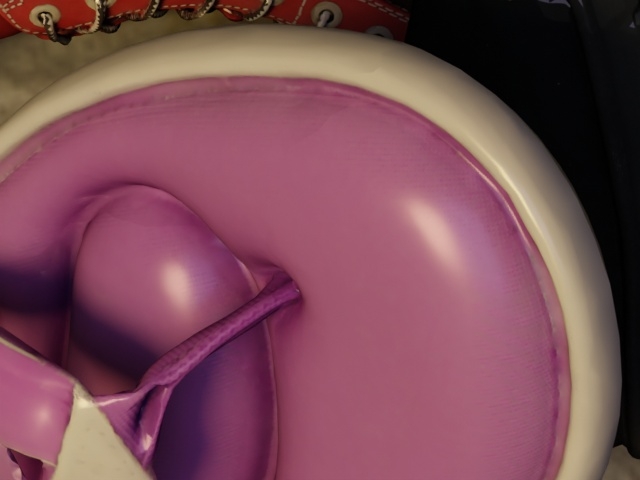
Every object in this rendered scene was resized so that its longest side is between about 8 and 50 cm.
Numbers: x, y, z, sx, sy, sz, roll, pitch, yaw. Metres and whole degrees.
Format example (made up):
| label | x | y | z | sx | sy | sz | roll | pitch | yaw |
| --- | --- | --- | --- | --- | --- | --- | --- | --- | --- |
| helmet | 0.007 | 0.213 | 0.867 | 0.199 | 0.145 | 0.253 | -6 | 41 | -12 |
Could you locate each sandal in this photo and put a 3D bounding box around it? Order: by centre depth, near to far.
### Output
| label | x | y | z | sx | sy | sz | roll | pitch | yaw |
| --- | --- | --- | --- | --- | --- | --- | --- | --- | --- |
| sandal | -0.099 | 0.064 | 0.534 | 0.416 | 0.102 | 0.169 | -16 | 106 | 44 |

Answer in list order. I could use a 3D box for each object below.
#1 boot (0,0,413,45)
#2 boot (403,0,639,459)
| label | x | y | z | sx | sy | sz | roll | pitch | yaw |
| --- | --- | --- | --- | --- | --- | --- | --- | --- | --- |
| boot | -0.056 | -0.074 | 0.616 | 0.176 | 0.088 | 0.244 | 43 | 97 | -8 |
| boot | 0.000 | 0.000 | 0.586 | 0.207 | 0.094 | 0.246 | -13 | 135 | 4 |
